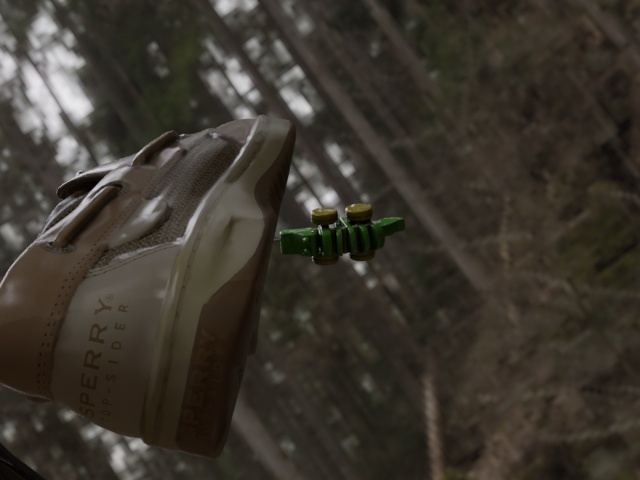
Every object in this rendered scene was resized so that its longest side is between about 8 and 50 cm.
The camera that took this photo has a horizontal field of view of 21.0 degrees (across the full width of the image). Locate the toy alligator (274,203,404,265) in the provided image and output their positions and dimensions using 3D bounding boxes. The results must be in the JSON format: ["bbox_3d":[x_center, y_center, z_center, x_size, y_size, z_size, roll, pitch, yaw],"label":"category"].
[{"bbox_3d":[0.000,0.000,1.792,0.190,0.051,0.056,-7,-70,-11],"label":"toy alligator"}]

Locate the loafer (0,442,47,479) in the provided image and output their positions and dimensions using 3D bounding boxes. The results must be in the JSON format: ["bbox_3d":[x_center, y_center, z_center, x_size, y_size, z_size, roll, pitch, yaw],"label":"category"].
[{"bbox_3d":[-0.275,0.185,1.317,0.080,0.220,0.078,-60,-1,8],"label":"loafer"}]

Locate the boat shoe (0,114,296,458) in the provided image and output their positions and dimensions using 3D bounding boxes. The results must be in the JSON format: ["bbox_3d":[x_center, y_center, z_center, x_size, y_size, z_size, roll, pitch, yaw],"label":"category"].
[{"bbox_3d":[-0.077,0.000,0.807,0.341,0.110,0.121,-83,4,-80],"label":"boat shoe"}]
